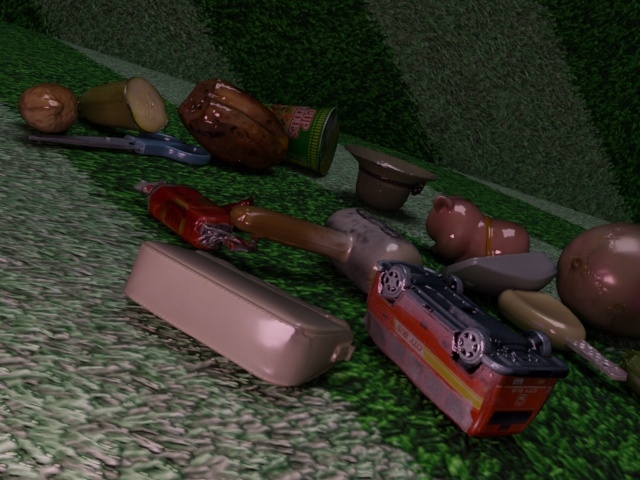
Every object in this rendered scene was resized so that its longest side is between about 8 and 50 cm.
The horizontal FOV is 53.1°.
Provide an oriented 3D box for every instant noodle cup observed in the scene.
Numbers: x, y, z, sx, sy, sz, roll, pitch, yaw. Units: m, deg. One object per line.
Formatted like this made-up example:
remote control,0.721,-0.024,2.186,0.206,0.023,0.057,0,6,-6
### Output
instant noodle cup,-0.081,-0.305,1.866,0.233,0.206,0.207,13,14,12

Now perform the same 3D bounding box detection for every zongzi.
zongzi,-0.155,-0.037,1.110,0.084,0.067,0.073,1,27,5

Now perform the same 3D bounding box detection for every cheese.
cheese,0.404,0.157,1.057,0.127,0.054,0.251,7,19,-25

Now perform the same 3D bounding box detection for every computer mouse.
computer mouse,0.332,0.068,1.186,0.231,0.079,0.128,-2,-17,-20

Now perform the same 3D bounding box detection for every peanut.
peanut,-0.549,-0.268,1.298,0.117,0.101,0.263,-24,22,-16

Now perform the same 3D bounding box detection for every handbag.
handbag,-0.079,0.079,0.747,0.256,0.079,0.219,26,6,24

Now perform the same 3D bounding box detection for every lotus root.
lotus root,-0.201,-0.275,1.601,0.291,0.193,0.193,30,6,-38

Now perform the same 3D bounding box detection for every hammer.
hammer,0.000,0.000,0.990,0.306,0.113,0.202,14,13,-32

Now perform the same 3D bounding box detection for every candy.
candy,-0.205,-0.039,1.018,0.086,0.059,0.292,-3,25,-45

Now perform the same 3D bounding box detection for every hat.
hat,0.164,-0.149,1.676,0.257,0.130,0.257,18,16,-5

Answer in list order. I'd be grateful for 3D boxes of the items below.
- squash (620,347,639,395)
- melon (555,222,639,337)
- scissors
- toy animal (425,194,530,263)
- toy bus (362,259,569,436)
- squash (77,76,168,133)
squash,0.506,0.223,0.909,0.077,0.068,0.219,35,10,-22
melon,0.602,0.079,1.240,0.317,0.222,0.223,9,18,-27
scissors,-0.432,-0.211,1.395,0.193,0.029,0.447,26,17,27
toy animal,0.339,0.002,1.361,0.248,0.149,0.165,34,4,13
toy bus,0.151,0.119,0.767,0.121,0.119,0.265,8,19,-33
squash,-0.492,-0.331,1.530,0.288,0.137,0.137,12,9,35
